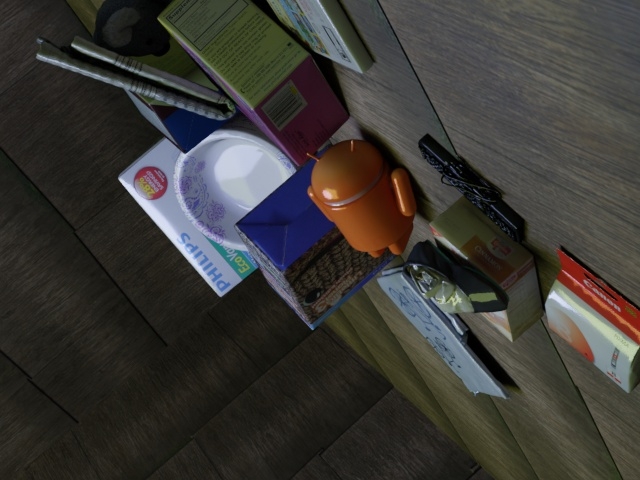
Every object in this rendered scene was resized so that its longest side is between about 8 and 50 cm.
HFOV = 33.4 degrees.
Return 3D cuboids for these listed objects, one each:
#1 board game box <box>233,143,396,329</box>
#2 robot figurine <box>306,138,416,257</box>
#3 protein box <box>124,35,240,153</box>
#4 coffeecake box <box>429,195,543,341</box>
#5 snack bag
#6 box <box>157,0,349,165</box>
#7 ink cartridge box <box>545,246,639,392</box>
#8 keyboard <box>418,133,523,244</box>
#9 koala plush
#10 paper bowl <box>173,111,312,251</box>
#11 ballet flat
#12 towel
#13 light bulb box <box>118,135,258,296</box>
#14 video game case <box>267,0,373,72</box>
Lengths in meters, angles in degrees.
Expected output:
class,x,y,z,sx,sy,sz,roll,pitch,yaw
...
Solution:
class,x,y,z,sx,sy,sz,roll,pitch,yaw
board game box,0.000,0.000,2.001,0.141,0.232,0.291,45,171,25
robot figurine,0.070,-0.071,1.698,0.219,0.128,0.158,53,173,-32
protein box,-0.260,-0.308,2.074,0.201,0.200,0.136,40,166,49
coffeecake box,0.239,0.043,1.523,0.142,0.068,0.185,45,170,32
snack bag,0.255,0.191,2.209,0.342,0.037,0.323,50,172,0
box,-0.100,-0.264,1.643,0.243,0.117,0.213,46,179,25
ink cartridge box,0.344,0.103,1.342,0.145,0.045,0.179,43,172,33
keyboard,0.188,-0.066,1.410,0.192,0.038,0.100,44,170,25
koala plush,-0.285,-0.389,1.773,0.203,0.221,0.196,52,171,-19
paper bowl,-0.143,-0.131,2.162,0.284,0.284,0.148,52,-146,-17
ballet flat,0.176,0.063,1.459,0.074,0.074,0.203,55,170,-34
towel,-0.313,-0.276,1.779,0.324,0.056,0.312,17,-175,-15
light bulb box,-0.240,-0.110,2.455,0.358,0.225,0.361,50,-171,-10
video game case,-0.037,-0.335,1.415,0.227,0.026,0.206,54,170,-35
